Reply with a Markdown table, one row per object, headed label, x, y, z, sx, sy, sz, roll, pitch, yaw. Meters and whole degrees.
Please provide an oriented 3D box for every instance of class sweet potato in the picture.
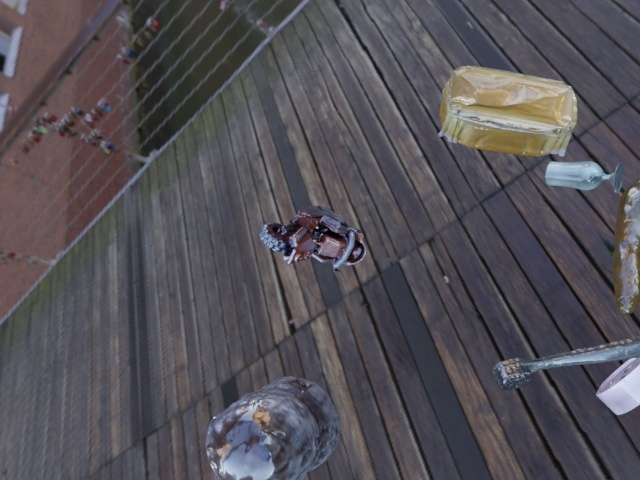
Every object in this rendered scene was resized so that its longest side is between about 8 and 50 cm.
| label | x | y | z | sx | sy | sz | roll | pitch | yaw |
| --- | --- | --- | --- | --- | --- | --- | --- | --- | --- |
| sweet potato | 0.443 | -0.023 | 0.762 | 0.075 | 0.075 | 0.269 | 13 | 67 | 46 |

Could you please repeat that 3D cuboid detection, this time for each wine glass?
| label | x | y | z | sx | sy | sz | roll | pitch | yaw |
| --- | --- | --- | --- | --- | --- | --- | --- | --- | --- |
| wine glass | 0.907 | -0.223 | 1.907 | 0.231 | 0.103 | 0.103 | 9 | 75 | 40 |

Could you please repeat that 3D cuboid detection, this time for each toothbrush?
| label | x | y | z | sx | sy | sz | roll | pitch | yaw |
| --- | --- | --- | --- | --- | --- | --- | --- | --- | --- |
| toothbrush | 0.345 | 0.124 | 0.623 | 0.297 | 0.030 | 0.030 | -14 | 21 | 6 |

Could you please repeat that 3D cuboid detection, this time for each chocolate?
| label | x | y | z | sx | sy | sz | roll | pitch | yaw |
| --- | --- | --- | --- | --- | --- | --- | --- | --- | --- |
| chocolate | -0.041 | 0.199 | 0.573 | 0.110 | 0.248 | 0.110 | -3 | 79 | 14 |

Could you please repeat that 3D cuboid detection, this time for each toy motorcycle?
| label | x | y | z | sx | sy | sz | roll | pitch | yaw |
| --- | --- | --- | --- | --- | --- | --- | --- | --- | --- |
| toy motorcycle | 0.000 | 0.000 | 0.891 | 0.118 | 0.212 | 0.084 | 38 | 116 | 23 |

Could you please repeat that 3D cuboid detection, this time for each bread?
| label | x | y | z | sx | sy | sz | roll | pitch | yaw |
| --- | --- | --- | --- | --- | --- | --- | --- | --- | --- |
| bread | 0.350 | -0.240 | 1.045 | 0.241 | 0.107 | 0.136 | 10 | 67 | 4 |

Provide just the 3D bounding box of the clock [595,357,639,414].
| label | x | y | z | sx | sy | sz | roll | pitch | yaw |
| --- | --- | --- | --- | --- | --- | --- | --- | --- | --- |
| clock | 0.803 | 0.354 | 1.408 | 0.197 | 0.197 | 0.068 | -47 | 69 | 13 |
